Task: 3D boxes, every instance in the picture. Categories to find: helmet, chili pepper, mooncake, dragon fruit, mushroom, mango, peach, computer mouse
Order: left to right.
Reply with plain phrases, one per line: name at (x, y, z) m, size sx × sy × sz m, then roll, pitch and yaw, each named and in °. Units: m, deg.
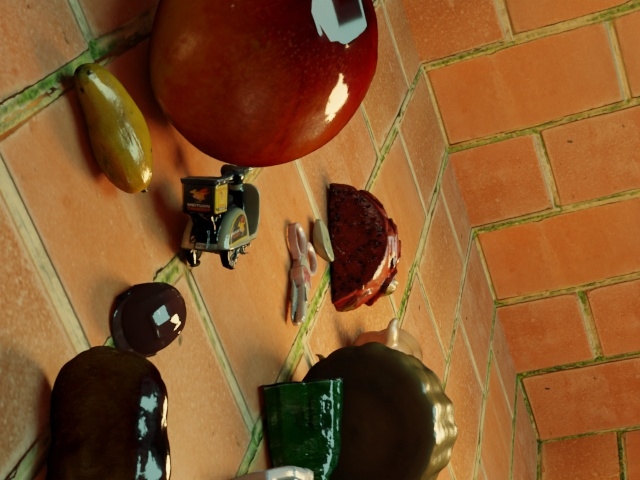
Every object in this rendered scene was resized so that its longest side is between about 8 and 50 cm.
mango at (-0.278, -0.151, 1.414) m, size 0.098 × 0.075 × 0.190 m, roll -60°, pitch 128°, yaw -72°
mushroom at (-0.229, 0.259, 1.225) m, size 0.217 × 0.148 × 0.227 m, roll 77°, pitch 14°, yaw -60°
helmet at (-0.222, 0.104, 1.401) m, size 0.123 × 0.070 × 0.098 m, roll -63°, pitch 137°, yaw -65°
peach at (-0.081, -0.305, 1.607) m, size 0.388 × 0.388 × 0.388 m, roll -13°, pitch 90°, yaw -72°
chili pepper at (-0.020, 0.368, 1.745) m, size 0.099 × 0.136 × 0.270 m, roll 156°, pitch -69°, yaw -63°
computer mouse at (0.000, 0.000, 2.199) m, size 0.056 × 0.032 × 0.110 m, roll 56°, pitch 17°, yaw -50°
mooncake at (0.094, 0.326, 1.851) m, size 0.161 × 0.290 × 0.290 m, roll 20°, pitch 59°, yaw -65°
dragon fruit at (0.123, 0.029, 2.354) m, size 0.205 × 0.152 × 0.317 m, roll 51°, pitch 31°, yaw -56°

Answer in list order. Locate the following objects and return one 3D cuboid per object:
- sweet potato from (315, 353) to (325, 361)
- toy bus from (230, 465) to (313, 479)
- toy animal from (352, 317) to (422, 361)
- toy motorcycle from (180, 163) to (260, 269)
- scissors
sweet potato at (0.058, 0.351, 2.076) m, size 0.314 × 0.072 × 0.066 m, roll 58°, pitch 20°, yaw -23°
toy bus at (-0.068, 0.496, 1.545) m, size 0.136 × 0.109 × 0.330 m, roll 33°, pitch 45°, yaw -49°
toy animal at (0.151, 0.267, 2.298) m, size 0.165 × 0.149 × 0.248 m, roll 63°, pitch 6°, yaw 5°
toy motorcycle at (-0.150, -0.040, 1.655) m, size 0.263 × 0.091 × 0.157 m, roll -36°, pitch 129°, yaw -75°
scissors at (-0.038, 0.074, 2.033) m, size 0.242 × 0.030 × 0.118 m, roll -89°, pitch 157°, yaw -48°
